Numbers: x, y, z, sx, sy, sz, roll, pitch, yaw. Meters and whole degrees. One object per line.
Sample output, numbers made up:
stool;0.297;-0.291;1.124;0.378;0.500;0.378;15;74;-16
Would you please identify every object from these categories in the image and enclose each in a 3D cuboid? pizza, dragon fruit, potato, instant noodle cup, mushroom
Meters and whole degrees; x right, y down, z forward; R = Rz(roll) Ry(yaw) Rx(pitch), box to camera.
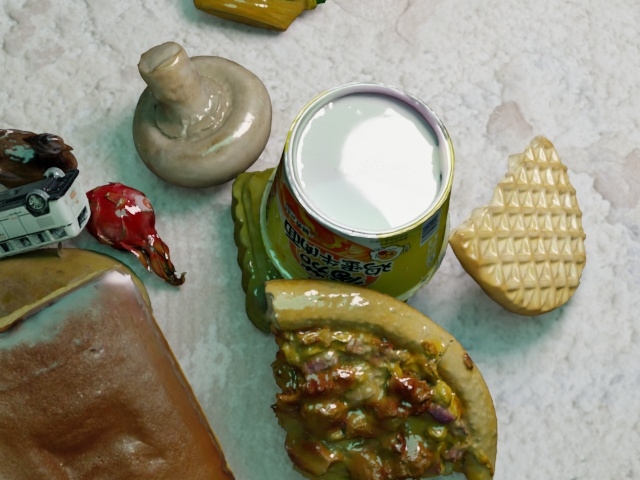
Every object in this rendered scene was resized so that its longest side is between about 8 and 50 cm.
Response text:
pizza;0.058;0.199;1.399;0.278;0.114;0.409;-37;109;15
dragon fruit;-0.254;-0.014;1.546;0.190;0.094;0.094;37;72;3
potato;-0.377;0.105;1.482;0.299;0.116;0.239;-14;66;-10
instant noodle cup;0.050;-0.062;1.384;0.264;0.200;0.264;1;70;-2
mushroom;-0.165;-0.188;1.555;0.206;0.209;0.206;5;36;-4

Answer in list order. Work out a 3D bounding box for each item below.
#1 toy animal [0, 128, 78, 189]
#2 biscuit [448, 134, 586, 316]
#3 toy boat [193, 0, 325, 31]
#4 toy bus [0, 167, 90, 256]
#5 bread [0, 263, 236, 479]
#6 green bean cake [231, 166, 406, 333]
toy animal;-0.427;-0.120;1.517;0.188;0.179;0.089;9;75;-15
biscuit;0.295;-0.008;1.520;0.204;0.040;0.309;57;44;-12
toy boat;-0.102;-0.375;1.682;0.229;0.089;0.088;13;90;-6
toy bus;-0.407;-0.030;1.492;0.194;0.089;0.087;-14;27;15
bread;-0.314;0.238;1.357;0.323;0.143;0.333;-28;100;-12
green bean cake;0.000;0.000;1.530;0.236;0.124;0.233;-10;71;-7
